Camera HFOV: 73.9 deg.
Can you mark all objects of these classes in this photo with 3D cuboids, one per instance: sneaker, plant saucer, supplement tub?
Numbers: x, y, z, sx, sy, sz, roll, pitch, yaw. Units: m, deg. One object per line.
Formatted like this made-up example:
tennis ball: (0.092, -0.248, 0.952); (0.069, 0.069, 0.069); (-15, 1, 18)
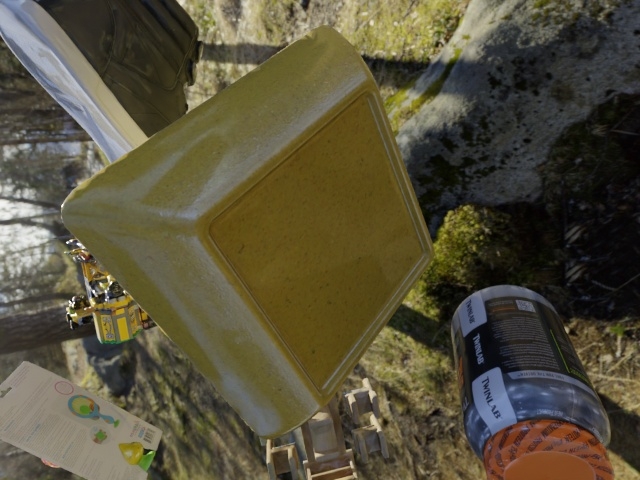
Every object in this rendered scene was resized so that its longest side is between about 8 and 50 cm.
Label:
sneaker: (-0.156, -0.130, 0.445); (0.104, 0.147, 0.296); (12, 145, 35)
plant saucer: (0.000, 0.000, 0.436); (0.081, 0.333, 0.333); (11, 138, 45)
supplement tub: (0.192, 0.139, 0.410); (0.117, 0.190, 0.117); (5, 118, 9)

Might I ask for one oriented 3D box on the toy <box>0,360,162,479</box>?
toy: (-0.357, 0.282, 0.611); (0.056, 0.237, 0.137); (-56, 14, 10)

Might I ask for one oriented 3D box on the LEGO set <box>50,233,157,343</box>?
LEGO set: (-0.277, 0.019, 0.751); (0.255, 0.331, 0.192); (23, 120, 56)

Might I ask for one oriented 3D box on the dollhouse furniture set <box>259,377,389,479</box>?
dollhouse furniture set: (0.008, 0.386, 0.816); (0.161, 0.212, 0.242); (-138, 37, -82)
